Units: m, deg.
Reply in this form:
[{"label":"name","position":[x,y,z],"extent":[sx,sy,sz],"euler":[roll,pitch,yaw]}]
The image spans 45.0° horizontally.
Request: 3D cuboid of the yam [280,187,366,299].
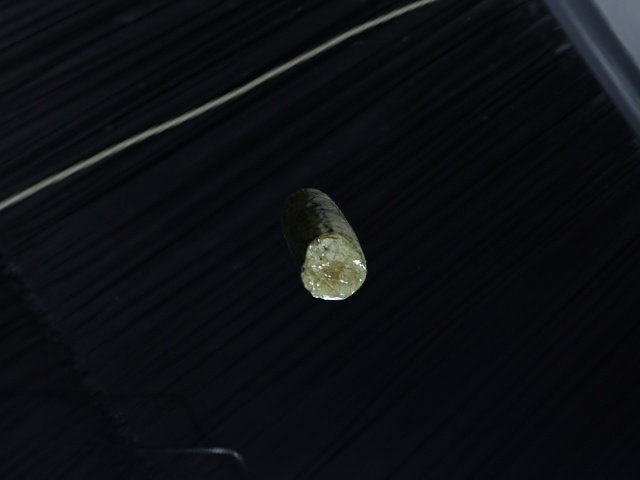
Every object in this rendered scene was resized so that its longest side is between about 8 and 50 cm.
[{"label":"yam","position":[0.000,0.000,0.480],"extent":[0.094,0.043,0.043],"euler":[-117,1,-66]}]
